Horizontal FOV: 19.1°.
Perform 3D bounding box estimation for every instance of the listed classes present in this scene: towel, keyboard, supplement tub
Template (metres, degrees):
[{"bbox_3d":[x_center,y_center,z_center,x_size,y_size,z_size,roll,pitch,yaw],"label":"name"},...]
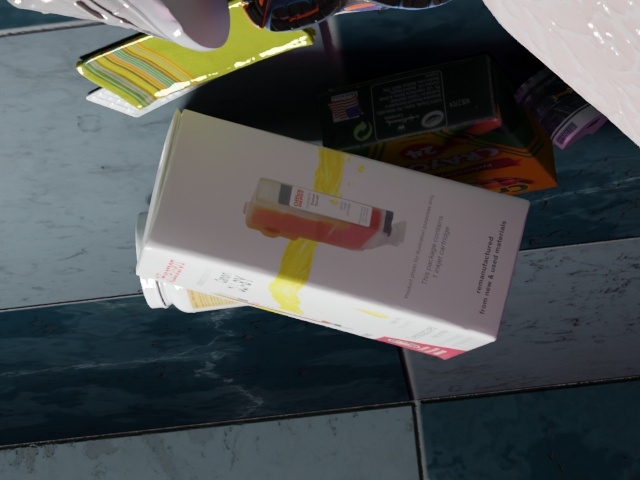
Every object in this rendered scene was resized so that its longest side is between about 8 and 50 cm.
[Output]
[{"bbox_3d":[-0.126,-0.187,1.889,0.237,0.021,0.102,-17,152,35],"label":"towel"},{"bbox_3d":[0.262,-0.190,1.624,0.053,0.317,0.332,-44,167,-11],"label":"towel"},{"bbox_3d":[-0.136,-0.178,1.954,0.072,0.014,0.256,11,156,-44],"label":"keyboard"},{"bbox_3d":[-0.120,0.013,2.367,0.199,0.144,0.144,-7,163,5],"label":"supplement tub"}]

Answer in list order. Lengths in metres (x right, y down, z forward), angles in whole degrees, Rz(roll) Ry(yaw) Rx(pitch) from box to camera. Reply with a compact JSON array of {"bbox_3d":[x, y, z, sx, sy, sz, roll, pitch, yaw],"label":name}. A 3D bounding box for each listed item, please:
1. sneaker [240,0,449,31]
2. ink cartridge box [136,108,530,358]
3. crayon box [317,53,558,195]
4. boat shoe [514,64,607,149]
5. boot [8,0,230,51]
[{"bbox_3d":[0.034,-0.242,1.707,0.221,0.083,0.087,-9,-168,-4],"label":"sneaker"},{"bbox_3d":[0.000,0.000,2.081,0.384,0.160,0.279,16,171,-5],"label":"ink cartridge box"},{"bbox_3d":[0.147,-0.107,2.167,0.202,0.081,0.318,-12,163,19],"label":"crayon box"},{"bbox_3d":[0.278,-0.160,2.075,0.065,0.083,0.183,-48,170,29],"label":"boat shoe"},{"bbox_3d":[-0.193,-0.231,1.654,0.123,0.095,0.258,-8,156,30],"label":"boot"}]
